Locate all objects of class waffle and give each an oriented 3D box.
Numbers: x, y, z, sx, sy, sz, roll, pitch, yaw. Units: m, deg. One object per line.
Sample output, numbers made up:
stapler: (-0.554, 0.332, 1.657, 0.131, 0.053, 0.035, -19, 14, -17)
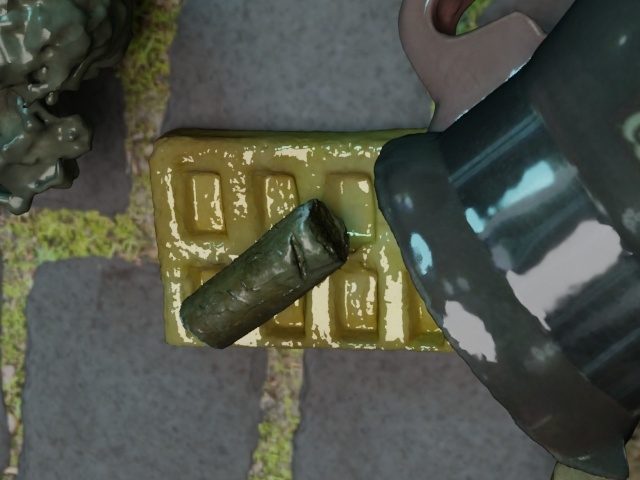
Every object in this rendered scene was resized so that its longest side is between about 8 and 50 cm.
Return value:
waffle: (0.000, 0.000, 0.938, 0.274, 0.057, 0.168, 1, 103, 17)

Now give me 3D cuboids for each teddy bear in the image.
teddy bear: (-0.310, -0.155, 0.920, 0.367, 0.224, 0.357, -43, 75, 24)

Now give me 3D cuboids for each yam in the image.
yam: (-0.039, 0.027, 0.898, 0.132, 0.054, 0.054, -37, 91, 22)

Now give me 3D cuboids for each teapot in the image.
teapot: (0.212, -0.081, 0.733, 0.361, 0.305, 0.376, -37, 58, 17)

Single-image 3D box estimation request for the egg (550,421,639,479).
egg: (0.265, 0.179, 0.827, 0.245, 0.203, 0.203, -26, 95, 14)
